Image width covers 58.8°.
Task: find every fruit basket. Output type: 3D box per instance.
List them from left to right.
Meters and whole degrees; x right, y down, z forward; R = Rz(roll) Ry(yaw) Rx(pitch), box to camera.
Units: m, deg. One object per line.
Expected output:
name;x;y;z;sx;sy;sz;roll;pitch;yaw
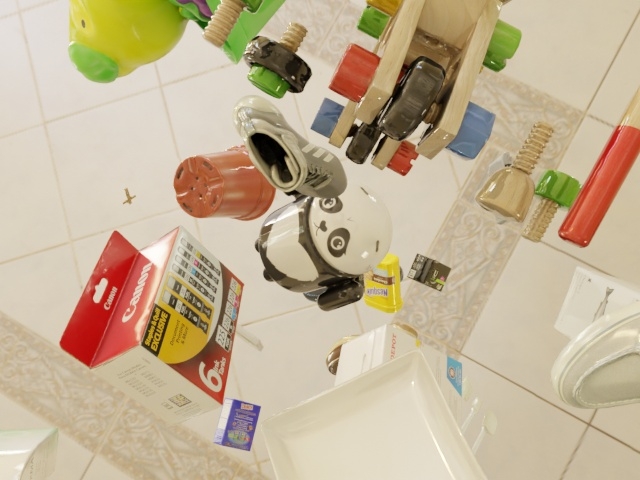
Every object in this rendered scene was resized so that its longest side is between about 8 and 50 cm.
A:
fruit basket;-0.257;-0.412;0.835;0.392;0.283;0.391;-3;68;8

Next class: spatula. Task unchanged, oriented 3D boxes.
spatula;0.429;0.510;1.618;0.019;0.242;0.168;-32;88;34

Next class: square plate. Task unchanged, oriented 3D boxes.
square plate;0.097;0.410;1.004;0.344;0.049;0.347;-26;52;2

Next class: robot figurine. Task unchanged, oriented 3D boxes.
robot figurine;-0.002;-0.001;1.020;0.209;0.278;0.173;44;50;-21

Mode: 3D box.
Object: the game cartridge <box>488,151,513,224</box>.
game cartridge;0.230;-0.063;0.715;0.017;0.056;0.083;-5;80;0

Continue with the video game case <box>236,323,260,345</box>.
video game case;-0.263;0.254;1.682;0.212;0.193;0.023;33;75;7

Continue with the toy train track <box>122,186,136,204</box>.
toy train track;-0.598;-0.140;1.760;0.048;0.083;0.014;-38;72;-25

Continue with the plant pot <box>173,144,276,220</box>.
plant pot;-0.332;-0.186;1.905;0.273;0.265;0.272;4;100;26

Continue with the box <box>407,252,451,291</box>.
box;0.248;0.073;1.295;0.052;0.083;0.062;24;91;43

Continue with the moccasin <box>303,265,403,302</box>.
moccasin;0.098;0.114;1.875;0.342;0.117;0.137;-16;68;5

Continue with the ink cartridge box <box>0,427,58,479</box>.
ink cartridge box;-0.362;0.220;0.511;0.181;0.225;0.056;1;82;-9

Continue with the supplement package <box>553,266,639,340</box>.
supplement package;0.421;0.114;0.779;0.105;0.179;0.105;17;98;-5

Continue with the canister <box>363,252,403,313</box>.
canister;0.186;0.122;1.729;0.126;0.073;0.169;18;124;42

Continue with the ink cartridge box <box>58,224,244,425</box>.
ink cartridge box;-0.293;0.134;1.063;0.130;0.309;0.272;-27;125;22

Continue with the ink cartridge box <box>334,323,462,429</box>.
ink cartridge box;0.170;0.323;1.251;0.233;0.168;0.171;31;49;-22

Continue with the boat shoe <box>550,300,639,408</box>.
boat shoe;0.305;0.090;0.468;0.228;0.081;0.079;-32;108;18

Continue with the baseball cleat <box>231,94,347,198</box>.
baseball cleat;-0.029;-0.082;0.670;0.072;0.206;0.109;-36;49;21

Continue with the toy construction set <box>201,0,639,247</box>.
toy construction set;0.125;-0.163;0.470;0.309;0.257;0.237;30;91;19

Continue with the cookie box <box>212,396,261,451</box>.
cookie box;-0.197;0.436;1.349;0.040;0.092;0.107;-6;63;44

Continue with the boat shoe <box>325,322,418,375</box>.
boat shoe;0.129;0.338;1.585;0.123;0.342;0.123;35;48;-26
